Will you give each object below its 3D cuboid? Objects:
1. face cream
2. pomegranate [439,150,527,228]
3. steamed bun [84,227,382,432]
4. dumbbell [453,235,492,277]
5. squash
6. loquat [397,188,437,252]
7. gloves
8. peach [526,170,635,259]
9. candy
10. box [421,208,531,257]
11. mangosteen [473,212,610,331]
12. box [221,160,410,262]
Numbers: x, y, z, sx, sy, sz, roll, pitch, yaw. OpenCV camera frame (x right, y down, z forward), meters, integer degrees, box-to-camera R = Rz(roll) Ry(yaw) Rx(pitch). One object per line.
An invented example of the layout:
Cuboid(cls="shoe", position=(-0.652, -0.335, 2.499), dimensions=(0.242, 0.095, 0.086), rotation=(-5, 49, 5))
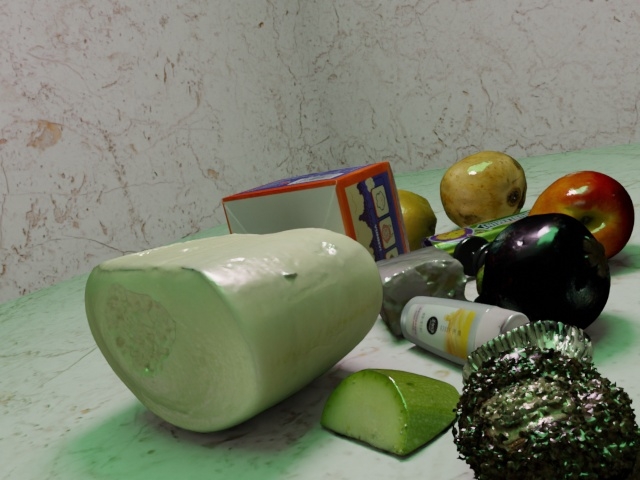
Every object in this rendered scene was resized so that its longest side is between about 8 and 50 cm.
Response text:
Cuboid(cls="face cream", position=(0.235, 0.151, 1.047), dimensions=(0.073, 0.107, 0.269), rotation=(5, 1, -26))
Cuboid(cls="pomegranate", position=(0.487, -0.150, 1.893), dimensions=(0.261, 0.260, 0.260), rotation=(-13, 11, 3))
Cuboid(cls="steamed bun", position=(-0.148, 0.142, 1.093), dimensions=(0.456, 0.289, 0.371), rotation=(0, 12, 43))
Cuboid(cls="dumbbell", position=(0.364, 0.044, 1.411), dimensions=(0.099, 0.099, 0.208), rotation=(-17, 15, -14))
Cuboid(cls="squash", position=(0.108, 0.216, 0.921), dimensions=(0.184, 0.085, 0.192), rotation=(-23, 16, -37))
Cuboid(cls="loquat", position=(0.194, -0.035, 1.753), dimensions=(0.246, 0.213, 0.213), rotation=(-9, 10, -9))
Cuboid(cls="gloves", position=(0.249, 0.198, 0.700), dimensions=(0.211, 0.135, 0.312), rotation=(-10, 12, 20))
Cuboid(cls="peach", position=(0.555, -0.039, 1.363), dimensions=(0.243, 0.199, 0.243), rotation=(-37, -6, -5))
Cuboid(cls="candy", position=(0.200, 0.097, 1.270), dimensions=(0.185, 0.137, 0.195), rotation=(-14, 9, -2))
Cuboid(cls="box", position=(0.439, -0.006, 1.589), dimensions=(0.346, 0.097, 0.134), rotation=(-15, 11, -5))
Cuboid(cls="mangosteen", position=(0.366, 0.066, 1.063), dimensions=(0.243, 0.242, 0.243), rotation=(-13, 11, 3))
Cuboid(cls="box", position=(0.000, 0.000, 1.521), dimensions=(0.349, 0.318, 0.257), rotation=(-7, 14, 36))
